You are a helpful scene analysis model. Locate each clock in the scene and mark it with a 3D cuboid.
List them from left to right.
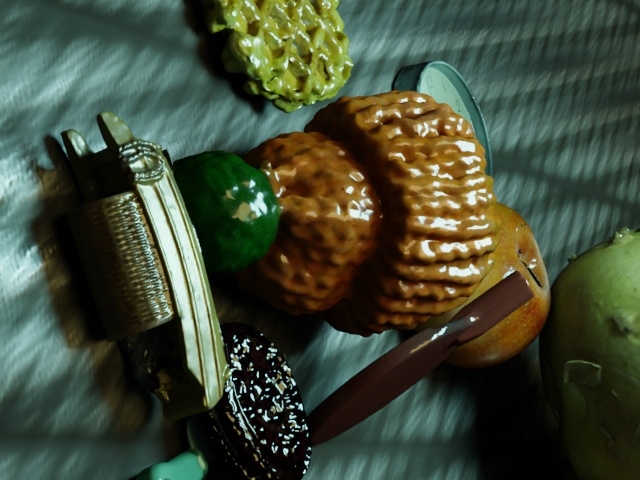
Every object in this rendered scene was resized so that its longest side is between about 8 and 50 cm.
[{"bbox_3d":[0.175,-0.146,2.372,0.226,0.049,0.226,32,52,-51],"label":"clock"}]

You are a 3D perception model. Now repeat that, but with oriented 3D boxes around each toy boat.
[{"bbox_3d":[-0.180,0.028,1.646,0.115,0.089,0.310,-16,91,-53],"label":"toy boat"}]

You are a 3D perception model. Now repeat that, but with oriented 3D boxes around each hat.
[{"bbox_3d":[0.000,0.000,1.838,0.400,0.285,0.285,-21,95,-41],"label":"hat"}]

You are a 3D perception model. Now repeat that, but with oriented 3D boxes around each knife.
[{"bbox_3d":[-0.125,0.213,1.724,0.063,0.034,0.260,61,25,-6],"label":"knife"}]

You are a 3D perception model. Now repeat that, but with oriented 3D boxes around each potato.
[{"bbox_3d":[0.436,0.182,2.265,0.385,0.319,0.442,-44,146,-39],"label":"potato"}]

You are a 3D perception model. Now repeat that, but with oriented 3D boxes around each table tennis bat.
[{"bbox_3d":[0.109,0.138,1.902,0.038,0.310,0.200,53,-6,13],"label":"table tennis bat"}]

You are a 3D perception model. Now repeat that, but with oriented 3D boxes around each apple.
[{"bbox_3d":[0.213,0.053,2.218,0.210,0.173,0.235,27,53,-53],"label":"apple"}]

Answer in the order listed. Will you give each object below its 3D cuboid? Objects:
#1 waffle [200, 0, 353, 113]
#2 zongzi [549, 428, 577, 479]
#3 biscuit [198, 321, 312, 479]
[{"bbox_3d":[-0.062,-0.300,2.023,0.325,0.068,0.302,-10,85,-58],"label":"waffle"},{"bbox_3d":[0.419,0.398,2.482,0.205,0.094,0.204,42,41,-43],"label":"zongzi"},{"bbox_3d":[-0.071,0.178,1.775,0.194,0.053,0.194,49,26,-34],"label":"biscuit"}]
